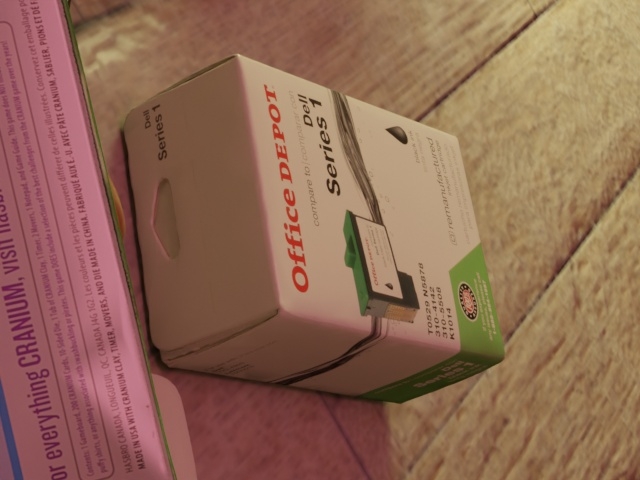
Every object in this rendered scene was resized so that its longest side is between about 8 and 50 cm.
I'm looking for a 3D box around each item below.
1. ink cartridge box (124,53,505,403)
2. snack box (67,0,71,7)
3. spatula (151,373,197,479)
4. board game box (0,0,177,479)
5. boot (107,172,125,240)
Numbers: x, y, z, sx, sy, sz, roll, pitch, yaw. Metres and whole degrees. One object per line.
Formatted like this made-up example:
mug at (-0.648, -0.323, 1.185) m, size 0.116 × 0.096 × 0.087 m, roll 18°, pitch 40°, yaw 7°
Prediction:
ink cartridge box at (0.000, 0.000, 0.968) m, size 0.219 × 0.093 × 0.160 m, roll 14°, pitch 58°, yaw -50°
snack box at (-0.190, -0.178, 0.865) m, size 0.141 × 0.037 × 0.100 m, roll 35°, pitch 44°, yaw -38°
spatula at (-0.115, 0.169, 0.774) m, size 0.168 × 0.019 × 0.242 m, roll 20°, pitch 55°, yaw -48°
board game box at (-0.222, -0.003, 0.473) m, size 0.317 × 0.064 × 0.242 m, roll -12°, pitch 87°, yaw -21°
boot at (-0.190, -0.024, 0.745) m, size 0.197 × 0.073 × 0.152 m, roll 42°, pitch 38°, yaw -13°
